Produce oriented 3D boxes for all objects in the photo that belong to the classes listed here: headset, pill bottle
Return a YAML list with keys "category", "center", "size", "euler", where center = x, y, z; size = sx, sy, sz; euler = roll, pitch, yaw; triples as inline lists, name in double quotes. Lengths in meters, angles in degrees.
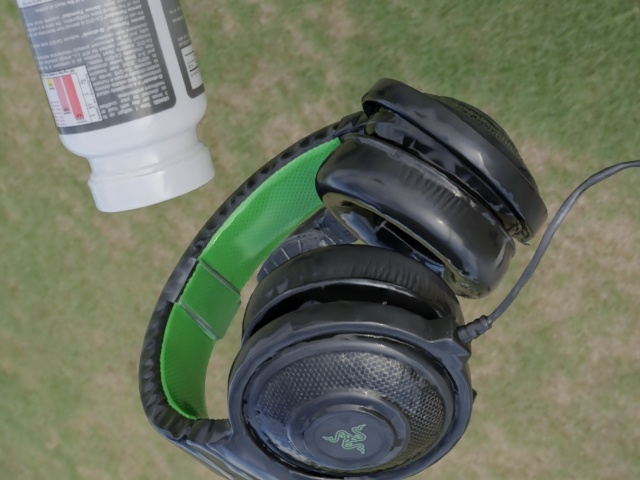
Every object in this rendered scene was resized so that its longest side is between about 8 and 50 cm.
- category: "headset"
  center: [0.060, 0.037, 0.709]
  size: [0.394, 0.243, 0.185]
  euler: [-9, 137, 48]
- category: "pill bottle"
  center: [-0.273, -0.236, 1.675]
  size: [0.210, 0.210, 0.363]
  euler: [1, 111, 45]

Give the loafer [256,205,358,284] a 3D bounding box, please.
- category: "loafer"
  center: [0.000, 0.000, 1.385]
  size: [0.170, 0.061, 0.062]
  euler: [-38, 101, 18]
